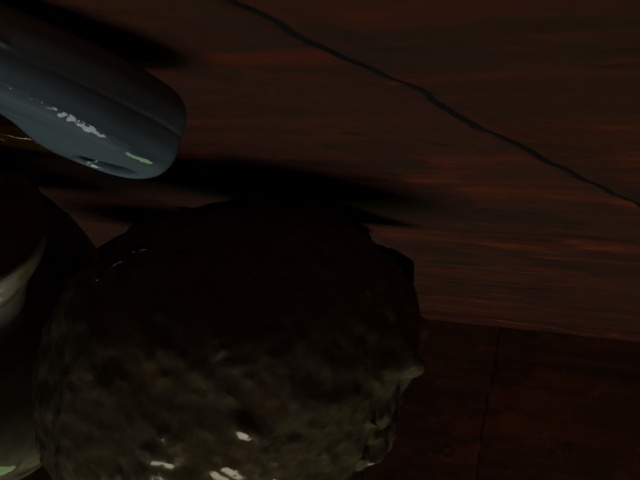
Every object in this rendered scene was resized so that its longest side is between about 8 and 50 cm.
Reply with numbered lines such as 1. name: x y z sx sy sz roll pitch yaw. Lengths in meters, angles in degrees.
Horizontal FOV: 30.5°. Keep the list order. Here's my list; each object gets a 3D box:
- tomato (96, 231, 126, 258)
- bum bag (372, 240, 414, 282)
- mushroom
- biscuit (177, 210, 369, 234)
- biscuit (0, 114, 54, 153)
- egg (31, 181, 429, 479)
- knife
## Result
1. tomato: -0.149 0.133 1.274 0.317 0.282 0.316 18 -165 -5
2. bum bag: 0.000 0.000 0.997 0.109 0.026 0.159 -1 155 36
3. mushroom: -0.293 0.054 0.964 0.298 0.297 0.290 11 147 -30
4. biscuit: -0.048 -0.003 1.133 0.176 0.031 0.228 9 175 -24
5. biscuit: -0.219 -0.075 0.608 0.205 0.031 0.138 12 177 -27
6. egg: -0.075 0.101 0.880 0.310 0.279 0.279 -30 157 24
7. knife: -0.174 -0.089 0.414 0.080 0.044 0.331 13 173 39
